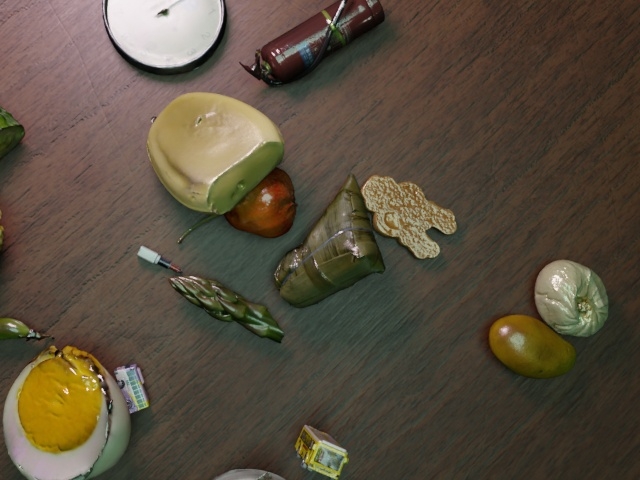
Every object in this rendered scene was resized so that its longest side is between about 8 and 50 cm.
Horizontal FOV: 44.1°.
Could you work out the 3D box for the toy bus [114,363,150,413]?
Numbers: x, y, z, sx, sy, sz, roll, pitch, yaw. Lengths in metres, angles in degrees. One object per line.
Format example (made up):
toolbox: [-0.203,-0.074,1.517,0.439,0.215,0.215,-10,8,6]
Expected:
toy bus: [-0.413,0.322,1.732,0.058,0.052,0.102,-19,93,-9]

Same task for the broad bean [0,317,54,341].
broad bean: [-0.746,0.204,1.685,0.325,0.067,0.075,-6,102,-5]

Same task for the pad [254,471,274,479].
pad: [-0.112,0.614,1.628,0.158,0.003,0.234,-32,96,-6]

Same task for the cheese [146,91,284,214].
cheese: [-0.244,-0.206,1.682,0.260,0.128,0.316,-38,52,-17]

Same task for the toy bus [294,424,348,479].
toy bus: [0.000,0.456,1.695,0.081,0.226,0.074,26,82,-5]

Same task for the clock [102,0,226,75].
clock: [-0.346,-0.510,1.757,0.281,0.055,0.280,0,89,-7]

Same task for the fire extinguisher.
fire extinguisher: [-0.022,-0.451,1.762,0.341,0.141,0.105,-33,55,-7]

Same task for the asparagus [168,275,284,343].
asparagus: [-0.205,0.142,1.752,0.287,0.080,0.080,25,86,-14]

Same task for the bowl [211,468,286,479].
bowl: [-0.155,0.668,1.709,0.308,0.163,0.306,0,92,-9]

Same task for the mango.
mango: [0.493,0.251,1.830,0.228,0.099,0.136,21,79,-15]

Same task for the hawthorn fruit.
hawthorn fruit: [-0.191,-0.067,1.747,0.286,0.165,0.165,-14,91,16]

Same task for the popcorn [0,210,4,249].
popcorn: [-0.764,-0.021,1.616,0.256,0.255,0.195,45,107,21]

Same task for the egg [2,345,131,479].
egg: [-0.518,0.372,1.667,0.264,0.174,0.286,-44,70,4]

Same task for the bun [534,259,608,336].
bun: [0.587,0.135,1.833,0.164,0.111,0.188,-12,87,-10]

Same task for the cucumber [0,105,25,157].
cucumber: [-0.752,-0.280,1.674,0.134,0.134,0.244,-43,84,-6]

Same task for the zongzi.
zongzi: [0.000,0.000,1.773,0.251,0.125,0.274,-28,51,18]

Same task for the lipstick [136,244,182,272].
lipstick: [-0.356,0.046,1.759,0.107,0.025,0.025,29,87,-12]

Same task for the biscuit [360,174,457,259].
biscuit: [0.196,-0.060,1.826,0.236,0.040,0.144,36,77,-3]
